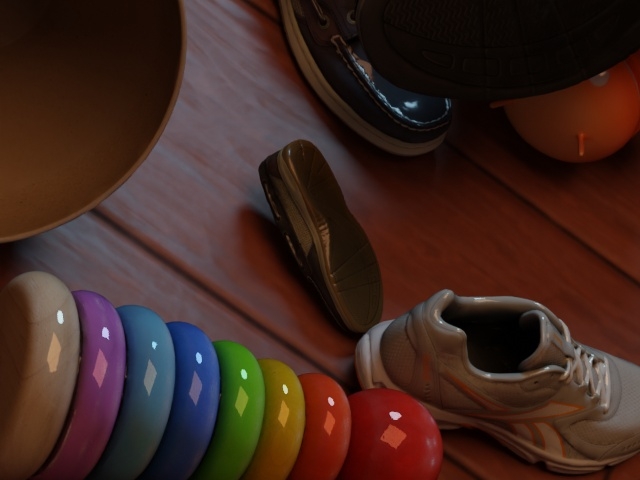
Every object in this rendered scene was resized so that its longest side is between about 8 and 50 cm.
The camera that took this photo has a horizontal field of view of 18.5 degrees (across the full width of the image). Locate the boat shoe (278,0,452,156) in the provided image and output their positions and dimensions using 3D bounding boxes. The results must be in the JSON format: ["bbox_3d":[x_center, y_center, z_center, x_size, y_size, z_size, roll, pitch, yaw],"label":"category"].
[{"bbox_3d":[0.024,-0.201,1.573,0.103,0.092,0.285,-16,70,-32],"label":"boat shoe"}]

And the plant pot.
[{"bbox_3d":[-0.242,-0.164,1.340,0.284,0.284,0.191,16,20,-18],"label":"plant pot"}]

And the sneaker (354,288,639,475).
[{"bbox_3d":[0.164,0.100,1.444,0.262,0.121,0.099,11,58,-26],"label":"sneaker"}]

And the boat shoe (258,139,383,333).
[{"bbox_3d":[0.000,0.000,1.472,0.056,0.049,0.152,-21,90,-45],"label":"boat shoe"}]

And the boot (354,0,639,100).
[{"bbox_3d":[0.170,-0.243,1.549,0.377,0.138,0.284,-22,29,-10],"label":"boot"}]

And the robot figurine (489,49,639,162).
[{"bbox_3d":[0.233,-0.147,1.623,0.219,0.128,0.158,-44,111,-37],"label":"robot figurine"}]

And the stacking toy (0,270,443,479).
[{"bbox_3d":[-0.067,0.120,1.331,0.330,0.141,0.141,14,56,-27],"label":"stacking toy"}]
